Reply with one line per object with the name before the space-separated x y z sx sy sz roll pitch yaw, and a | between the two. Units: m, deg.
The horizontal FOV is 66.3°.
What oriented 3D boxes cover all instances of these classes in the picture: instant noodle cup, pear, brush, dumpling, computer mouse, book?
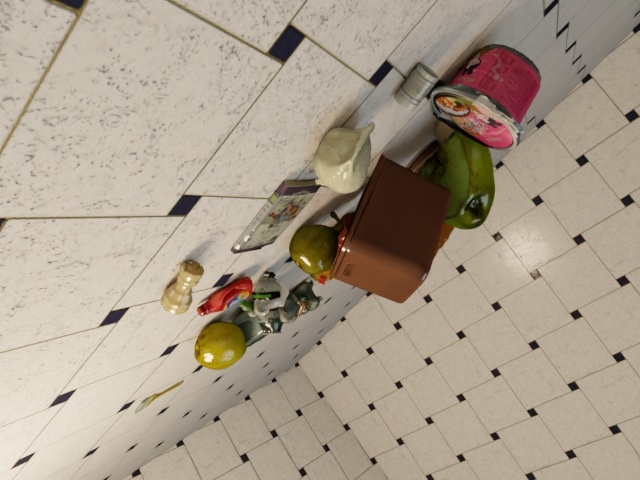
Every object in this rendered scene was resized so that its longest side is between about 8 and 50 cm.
instant noodle cup | 0.439 -0.376 1.254 0.258 0.302 0.181 35 90 -42
pear | 0.437 -0.172 1.459 0.164 0.255 0.238 -2 149 -27
brush | -0.583 0.565 1.802 0.205 0.011 0.083 -22 155 -54
dumpling | 0.060 -0.186 1.044 0.166 0.126 0.216 -55 165 -13
computer mouse | -0.232 0.292 1.684 0.371 0.121 0.188 -40 168 26
book | -0.103 -0.056 1.182 0.231 0.026 0.157 -48 164 27
pear | -0.316 0.327 1.532 0.162 0.148 0.148 -10 147 -42

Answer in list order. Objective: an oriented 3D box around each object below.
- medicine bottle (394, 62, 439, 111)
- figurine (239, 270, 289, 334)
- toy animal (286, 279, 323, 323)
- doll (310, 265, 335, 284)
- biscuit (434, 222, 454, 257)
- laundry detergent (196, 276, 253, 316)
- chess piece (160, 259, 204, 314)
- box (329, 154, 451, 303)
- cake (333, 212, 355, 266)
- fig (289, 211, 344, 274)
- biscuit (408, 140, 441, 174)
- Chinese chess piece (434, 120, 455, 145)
medicine bottle | 0.213 -0.340 1.090 0.058 0.058 0.091 -21 155 -53
figurine | -0.157 0.190 1.495 0.147 0.192 0.126 -6 174 35
toy animal | -0.117 0.264 1.917 0.251 0.125 0.127 -28 133 -25
doll | 0.042 0.083 1.781 0.186 0.134 0.106 -26 162 -25
biscuit | 0.410 -0.072 1.959 0.455 0.349 0.078 -35 -151 -32
laundry detergent | -0.264 0.159 1.353 0.165 0.049 0.097 -27 153 -39
chess piece | -0.301 0.100 1.072 0.066 0.066 0.122 -21 150 -53
box | 0.197 -0.023 1.377 0.239 0.230 0.339 113 1 -60
cake | 0.123 0.012 1.669 0.151 0.177 0.283 -49 158 28
fig | 0.002 0.015 1.422 0.187 0.142 0.148 -25 -170 -10
biscuit | 0.383 -0.277 1.752 0.262 0.037 0.262 -38 165 -12
Chinese chess piece | 0.475 -0.388 1.536 0.250 0.103 0.249 -37 164 -13
